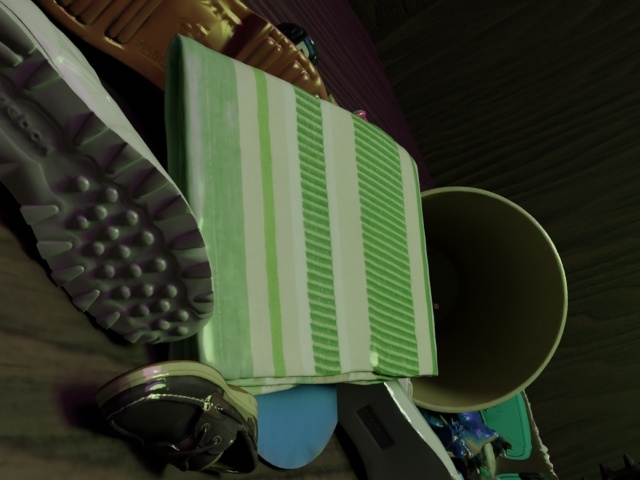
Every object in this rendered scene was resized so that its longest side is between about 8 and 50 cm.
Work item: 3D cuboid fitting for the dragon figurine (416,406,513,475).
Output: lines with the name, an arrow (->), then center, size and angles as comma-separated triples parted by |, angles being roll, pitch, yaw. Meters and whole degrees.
dragon figurine -> 0.178, 0.225, 1.045 | 0.144, 0.085, 0.289 | 41, 25, -27

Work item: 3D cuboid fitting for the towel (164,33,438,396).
towel -> 0.000, 0.000, 0.624 | 0.324, 0.038, 0.248 | 11, 72, -53

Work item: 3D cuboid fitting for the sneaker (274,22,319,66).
sneaker -> -0.060, -0.186, 0.843 | 0.079, 0.121, 0.217 | 55, 17, -32

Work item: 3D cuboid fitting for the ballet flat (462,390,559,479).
ballet flat -> 0.282, 0.366, 1.133 | 0.147, 0.147, 0.409 | 55, 23, -34

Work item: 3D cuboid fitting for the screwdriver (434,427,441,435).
screwdriver -> 0.208, 0.319, 1.169 | 0.025, 0.024, 0.170 | 37, -11, 44

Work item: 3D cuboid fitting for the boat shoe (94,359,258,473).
boat shoe -> -0.071, 0.108, 0.439 | 0.152, 0.056, 0.049 | 39, 24, -60

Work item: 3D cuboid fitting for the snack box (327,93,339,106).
snack box -> 0.046, -0.098, 1.188 | 0.174, 0.070, 0.207 | 48, 20, -47

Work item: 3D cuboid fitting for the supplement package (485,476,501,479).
supplement package -> 0.100, 0.319, 0.446 | 0.293, 0.177, 0.175 | 56, 15, -29

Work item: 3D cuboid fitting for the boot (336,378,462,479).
boot -> 0.081, 0.184, 0.774 | 0.258, 0.095, 0.123 | 62, 21, -6

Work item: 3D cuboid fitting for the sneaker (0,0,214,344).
sneaker -> -0.132, -0.045, 0.435 | 0.235, 0.090, 0.095 | 61, 5, -22

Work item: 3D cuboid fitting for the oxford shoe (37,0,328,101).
oxford shoe -> -0.154, -0.210, 0.614 | 0.397, 0.140, 0.146 | 51, -8, -38

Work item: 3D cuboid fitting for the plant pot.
plant pot -> 0.149, 0.068, 0.990 | 0.274, 0.256, 0.257 | 163, -98, -88

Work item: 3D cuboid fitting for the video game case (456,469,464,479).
video game case -> 0.148, 0.299, 0.850 | 0.119, 0.015, 0.166 | 25, -36, 63

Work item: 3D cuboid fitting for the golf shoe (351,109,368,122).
golf shoe -> 0.013, -0.049, 0.848 | 0.115, 0.140, 0.306 | 55, 18, -39

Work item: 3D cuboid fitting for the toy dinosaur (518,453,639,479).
toy dinosaur -> 0.241, 0.161, 0.423 | 0.322, 0.218, 0.164 | 53, 15, -42

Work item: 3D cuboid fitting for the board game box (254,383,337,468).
board game box -> -0.035, 0.097, 0.615 | 0.133, 0.033, 0.169 | 19, 66, -56
